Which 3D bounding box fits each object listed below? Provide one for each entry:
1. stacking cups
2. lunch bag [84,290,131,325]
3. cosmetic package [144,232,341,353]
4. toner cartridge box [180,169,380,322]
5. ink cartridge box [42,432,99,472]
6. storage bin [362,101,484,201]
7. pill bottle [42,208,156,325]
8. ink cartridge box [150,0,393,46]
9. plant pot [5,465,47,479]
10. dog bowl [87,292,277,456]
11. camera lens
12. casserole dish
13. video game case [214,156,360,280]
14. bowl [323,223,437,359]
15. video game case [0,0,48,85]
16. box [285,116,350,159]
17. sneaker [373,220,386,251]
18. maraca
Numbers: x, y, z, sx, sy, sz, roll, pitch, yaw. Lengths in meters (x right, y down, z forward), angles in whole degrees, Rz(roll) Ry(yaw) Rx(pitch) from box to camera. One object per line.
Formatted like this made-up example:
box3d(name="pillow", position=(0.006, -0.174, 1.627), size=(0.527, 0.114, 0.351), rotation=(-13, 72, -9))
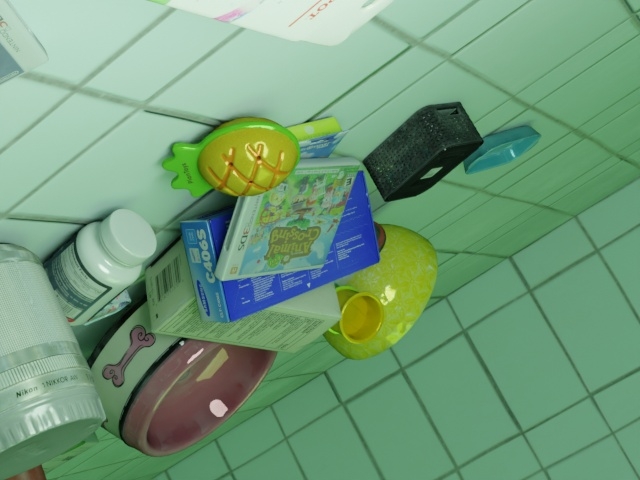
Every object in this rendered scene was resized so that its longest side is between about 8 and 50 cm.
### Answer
box3d(name="stacking cups", position=(-0.015, 0.111, 2.086), size=(0.096, 0.096, 0.316), rotation=(-20, -160, -31))
box3d(name="lunch bag", position=(-0.352, 0.084, 1.794), size=(0.083, 0.071, 0.053), rotation=(-22, 160, -16))
box3d(name="cosmetic package", position=(-0.131, 0.091, 1.919), size=(0.296, 0.129, 0.153), rotation=(14, 141, -37))
box3d(name="toner cartridge box", position=(-0.056, 0.003, 1.821), size=(0.347, 0.165, 0.075), rotation=(-19, -168, -42))
box3d(name="ink cartridge box", position=(-0.636, 0.470, 2.539), size=(0.219, 0.093, 0.160), rotation=(-30, 165, 7))
box3d(name="storage bin", position=(0.176, -0.151, 1.945), size=(0.122, 0.084, 0.180), rotation=(-13, 158, -46))
box3d(name="pill bottle", position=(-0.320, 0.035, 1.618), size=(0.180, 0.108, 0.108), rotation=(-37, 163, 30))
box3d(name="ink cartridge box", position=(-0.028, -0.295, 1.003), size=(0.207, 0.119, 0.353), rotation=(-36, 163, 25))
box3d(name="plant pot", position=(-0.578, 0.319, 1.793), size=(0.272, 0.265, 0.272), rotation=(-26, 165, -8))
box3d(name="dog bowl", position=(-0.244, 0.233, 2.107), size=(0.408, 0.150, 0.408), rotation=(-37, 155, -21))
box3d(name="camera lens", position=(-0.433, 0.157, 1.487), size=(0.219, 0.274, 0.219), rotation=(-26, 165, -7))
box3d(name="casserole dish", position=(0.360, -0.185, 2.264), size=(0.188, 0.037, 0.114), rotation=(-16, 162, -37))
box3d(name="video game case", position=(-0.048, -0.034, 1.697), size=(0.212, 0.023, 0.193), rotation=(-7, 126, -44))
box3d(name="bowl", position=(0.072, 0.071, 2.205), size=(0.289, 0.289, 0.156), rotation=(-36, 123, 28))
box3d(name="video game case", position=(-0.366, -0.161, 1.030), size=(0.201, 0.023, 0.183), rotation=(-27, 165, -3))
box3d(name="box", position=(-0.039, -0.127, 1.708), size=(0.109, 0.042, 0.178), rotation=(-18, 162, -31))
box3d(name="sneaker", position=(0.000, 0.000, 2.047), size=(0.276, 0.098, 0.135), rotation=(-8, 154, -19))
box3d(name="maraca", position=(-0.119, -0.108, 1.526), size=(0.185, 0.099, 0.127), rotation=(-13, 138, 3))
